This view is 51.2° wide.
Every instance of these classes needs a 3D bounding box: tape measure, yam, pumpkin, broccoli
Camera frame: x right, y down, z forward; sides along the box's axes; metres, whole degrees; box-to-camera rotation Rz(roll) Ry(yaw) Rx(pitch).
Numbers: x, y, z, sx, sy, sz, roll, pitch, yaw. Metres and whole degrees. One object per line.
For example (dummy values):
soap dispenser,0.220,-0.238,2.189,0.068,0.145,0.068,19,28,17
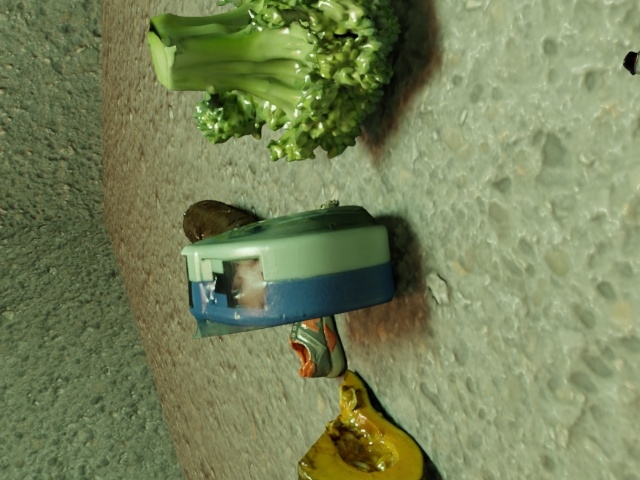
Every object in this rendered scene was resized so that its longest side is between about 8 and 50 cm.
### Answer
tape measure,-0.033,0.042,0.930,0.262,0.259,0.138,-17,84,56
yam,-0.194,-0.014,1.412,0.279,0.131,0.131,21,116,59
pumpkin,0.027,0.328,0.970,0.280,0.190,0.139,-138,46,-55
broccoli,-0.062,-0.253,0.914,0.338,0.317,0.277,-93,1,-60

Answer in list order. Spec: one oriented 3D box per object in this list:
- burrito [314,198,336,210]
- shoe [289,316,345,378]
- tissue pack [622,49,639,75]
burrito,0.000,0.000,1.107,0.055,0.041,0.149,22,114,46
shoe,-0.022,0.147,1.149,0.074,0.077,0.194,-53,50,57
tissue pack,0.333,-0.145,0.289,0.361,0.122,0.259,43,136,50
